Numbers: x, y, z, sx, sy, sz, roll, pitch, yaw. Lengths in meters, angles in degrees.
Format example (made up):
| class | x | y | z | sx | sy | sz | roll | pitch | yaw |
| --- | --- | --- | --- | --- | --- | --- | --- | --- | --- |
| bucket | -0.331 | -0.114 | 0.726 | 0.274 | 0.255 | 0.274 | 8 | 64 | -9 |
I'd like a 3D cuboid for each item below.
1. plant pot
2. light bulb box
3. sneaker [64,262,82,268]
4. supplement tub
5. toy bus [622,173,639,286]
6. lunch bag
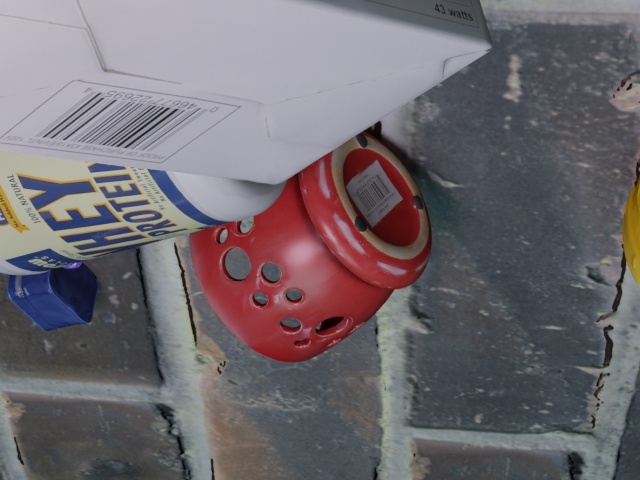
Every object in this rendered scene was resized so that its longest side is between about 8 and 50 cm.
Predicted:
| class | x | y | z | sx | sy | sz | roll | pitch | yaw |
| --- | --- | --- | --- | --- | --- | --- | --- | --- | --- |
| plant pot | 0.000 | 0.000 | 1.637 | 0.174 | 0.191 | 0.191 | -30 | 129 | 34 |
| light bulb box | -0.120 | -0.255 | 1.092 | 0.358 | 0.361 | 0.225 | 6 | 153 | -45 |
| sneaker | -0.240 | -0.032 | 1.729 | 0.068 | 0.071 | 0.170 | 9 | 142 | -2 |
| supplement tub | -0.211 | -0.101 | 1.498 | 0.325 | 0.235 | 0.235 | -14 | 138 | 25 |
| toy bus | 0.399 | -0.057 | 1.555 | 0.220 | 0.149 | 0.211 | 4 | 127 | 0 |
| lunch bag | -0.294 | 0.050 | 1.847 | 0.065 | 0.067 | 0.098 | -14 | 137 | 25 |
